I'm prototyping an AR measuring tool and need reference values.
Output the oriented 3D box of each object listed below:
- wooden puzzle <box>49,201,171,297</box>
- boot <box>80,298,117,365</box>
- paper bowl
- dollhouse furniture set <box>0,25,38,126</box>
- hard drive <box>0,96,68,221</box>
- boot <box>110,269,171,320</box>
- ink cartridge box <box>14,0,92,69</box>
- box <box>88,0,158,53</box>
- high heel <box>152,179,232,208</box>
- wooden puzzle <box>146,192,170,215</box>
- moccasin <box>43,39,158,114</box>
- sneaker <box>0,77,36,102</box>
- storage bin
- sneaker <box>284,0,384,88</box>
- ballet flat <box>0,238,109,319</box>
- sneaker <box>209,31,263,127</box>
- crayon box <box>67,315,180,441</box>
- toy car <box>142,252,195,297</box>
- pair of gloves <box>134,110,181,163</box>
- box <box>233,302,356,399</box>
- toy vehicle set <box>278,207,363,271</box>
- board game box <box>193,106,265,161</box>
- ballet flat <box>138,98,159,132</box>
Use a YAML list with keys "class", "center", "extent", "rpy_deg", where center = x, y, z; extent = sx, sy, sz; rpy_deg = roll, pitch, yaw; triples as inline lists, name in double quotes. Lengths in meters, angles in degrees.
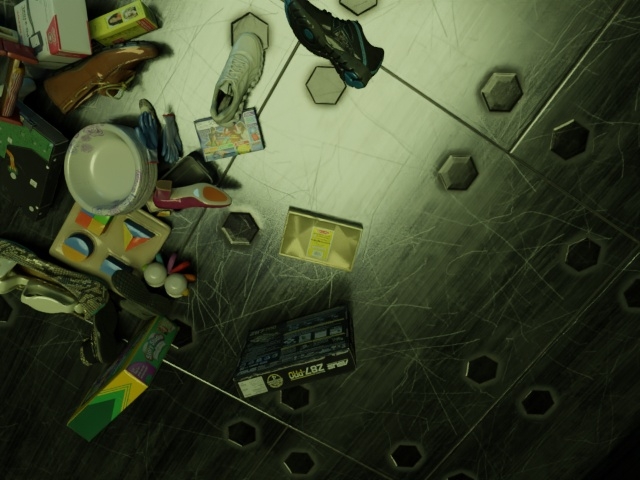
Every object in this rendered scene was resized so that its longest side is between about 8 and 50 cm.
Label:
- class: "wooden puzzle"
  center: [-0.736, 0.010, 1.757]
  extent: [0.322, 0.080, 0.348]
  rpy_deg: [32, 108, -10]
- class: "boot"
  center: [-0.824, 0.342, 1.870]
  extent: [0.178, 0.085, 0.237]
  rpy_deg: [-21, 72, 40]
- class: "paper bowl"
  center: [-0.646, -0.222, 1.609]
  extent: [0.283, 0.148, 0.285]
  rpy_deg: [2, 98, 16]
- class: "dollhouse furniture set"
  center: [-0.934, -0.514, 1.459]
  extent: [0.152, 0.374, 0.201]
  rpy_deg: [8, 122, -41]
- class: "hard drive"
  center: [-0.940, -0.252, 1.610]
  extent: [0.236, 0.064, 0.339]
  rpy_deg: [37, 124, 2]
- class: "boot"
  center: [-0.660, 0.206, 1.777]
  extent: [0.161, 0.084, 0.246]
  rpy_deg: [-19, 131, 34]
- class: "ink cartridge box"
  center: [-0.763, -0.598, 1.448]
  extent: [0.237, 0.100, 0.172]
  rpy_deg: [2, 101, 39]
- class: "box"
  center: [-0.610, -0.629, 1.509]
  extent: [0.232, 0.087, 0.058]
  rpy_deg: [-19, 88, 7]
- class: "high heel"
  center: [-0.410, -0.124, 1.629]
  extent: [0.243, 0.082, 0.117]
  rpy_deg: [5, 147, -16]
- class: "wooden puzzle"
  center: [-0.560, -0.135, 1.735]
  extent: [0.078, 0.014, 0.117]
  rpy_deg: [-12, 110, 1]
- class: "moccasin"
  center: [-0.652, -0.490, 1.539]
  extent: [0.379, 0.139, 0.147]
  rpy_deg: [-22, 109, 10]
- class: "sneaker"
  center: [-0.979, -0.433, 1.606]
  extent: [0.231, 0.090, 0.115]
  rpy_deg: [-16, 116, 17]
- class: "storage bin"
  center: [-0.443, -0.192, 1.673]
  extent: [0.180, 0.084, 0.122]
  rpy_deg: [-38, 105, 13]
- class: "sneaker"
  center: [0.039, -0.608, 1.507]
  extent: [0.340, 0.125, 0.140]
  rpy_deg: [42, 79, -11]
- class: "ballet flat"
  center: [-0.972, 0.139, 1.730]
  extent: [0.482, 0.182, 0.164]
  rpy_deg: [23, 125, -1]
- class: "sneaker"
  center: [-0.255, -0.483, 1.527]
  extent: [0.109, 0.118, 0.293]
  rpy_deg: [21, 98, 3]
- class: "crayon box"
  center: [-0.671, 0.460, 1.771]
  extent: [0.313, 0.363, 0.106]
  rpy_deg: [-41, 105, 15]
- class: "toy car"
  center: [-0.522, 0.112, 1.769]
  extent: [0.181, 0.159, 0.136]
  rpy_deg: [29, 74, -9]
- class: "pair of gloves"
  center: [-0.501, -0.317, 1.579]
  extent: [0.023, 0.198, 0.160]
  rpy_deg: [-1, 101, 23]
- class: "box"
  center: [-0.080, 0.371, 1.747]
  extent: [0.394, 0.318, 0.097]
  rpy_deg: [-17, 110, 7]
- class: "toy vehicle set"
  center: [0.000, 0.000, 1.756]
  extent: [0.266, 0.035, 0.166]
  rpy_deg: [14, 110, -4]
- class: "board game box"
  center: [-0.292, -0.340, 1.639]
  extent: [0.201, 0.035, 0.136]
  rpy_deg: [-10, 110, 5]
- class: "ballet flat"
  center: [-0.549, -0.395, 1.624]
  extent: [0.041, 0.041, 0.115]
  rpy_deg: [-18, 108, 8]
